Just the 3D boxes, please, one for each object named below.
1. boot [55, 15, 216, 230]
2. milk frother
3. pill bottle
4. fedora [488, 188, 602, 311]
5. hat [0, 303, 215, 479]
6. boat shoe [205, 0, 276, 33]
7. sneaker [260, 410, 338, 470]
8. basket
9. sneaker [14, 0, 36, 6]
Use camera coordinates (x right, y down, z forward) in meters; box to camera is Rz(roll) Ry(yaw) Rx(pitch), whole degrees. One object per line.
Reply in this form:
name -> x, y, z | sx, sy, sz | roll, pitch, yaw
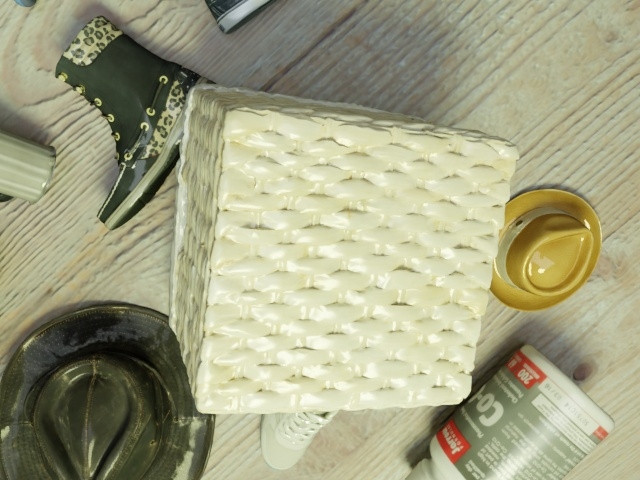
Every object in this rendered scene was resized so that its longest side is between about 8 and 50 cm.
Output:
boot -> -0.267, -0.151, 0.757 | 0.179, 0.085, 0.236 | 34, 91, -8
milk frother -> -0.425, -0.129, 0.747 | 0.135, 0.129, 0.143 | 22, 67, -43
pill bottle -> 0.266, 0.306, 0.852 | 0.161, 0.161, 0.283 | 42, 95, -11
fedora -> 0.330, 0.021, 0.841 | 0.194, 0.079, 0.194 | -1, 101, -5
hat -> -0.289, 0.248, 0.766 | 0.331, 0.134, 0.331 | 1, 83, -11
boat shoe -> -0.071, -0.349, 0.740 | 0.183, 0.065, 0.083 | -33, 103, 3
sneaker -> -0.024, 0.243, 0.852 | 0.087, 0.092, 0.228 | 25, 100, -11
basket -> 0.000, 0.000, 0.685 | 0.331, 0.266, 0.328 | 4, 103, -17
sneaker -> -0.407, -0.349, 0.721 | 0.059, 0.053, 0.144 | -30, 94, 1
